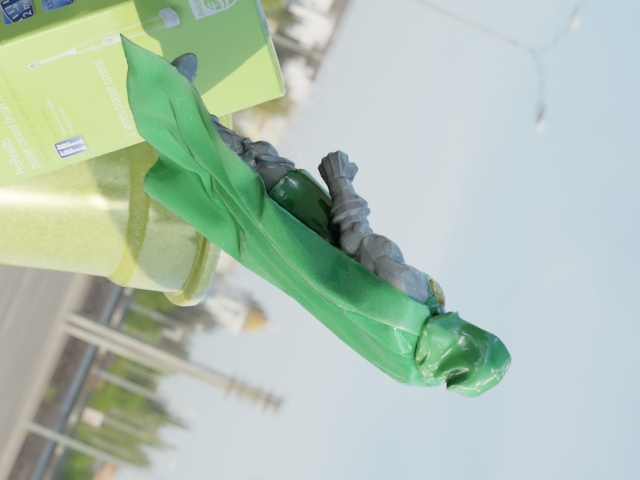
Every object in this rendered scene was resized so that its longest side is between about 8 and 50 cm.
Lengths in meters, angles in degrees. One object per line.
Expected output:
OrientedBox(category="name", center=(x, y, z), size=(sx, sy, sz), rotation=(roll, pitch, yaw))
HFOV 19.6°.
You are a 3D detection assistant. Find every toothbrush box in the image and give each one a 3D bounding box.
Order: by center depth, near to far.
OrientedBox(category="toothbrush box", center=(-0.186, -0.146, 1.019), size=(0.122, 0.283, 0.206), rotation=(74, -3, -58))

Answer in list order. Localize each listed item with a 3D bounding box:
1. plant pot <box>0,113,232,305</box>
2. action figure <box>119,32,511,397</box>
OrientedBox(category="plant pot", center=(-0.217, -0.087, 1.286), size=(0.276, 0.254, 0.276), rotation=(178, -90, -72))
OrientedBox(category="action figure", center=(0.000, 0.000, 0.862), size=(0.063, 0.232, 0.137), rotation=(-40, 148, -14))
